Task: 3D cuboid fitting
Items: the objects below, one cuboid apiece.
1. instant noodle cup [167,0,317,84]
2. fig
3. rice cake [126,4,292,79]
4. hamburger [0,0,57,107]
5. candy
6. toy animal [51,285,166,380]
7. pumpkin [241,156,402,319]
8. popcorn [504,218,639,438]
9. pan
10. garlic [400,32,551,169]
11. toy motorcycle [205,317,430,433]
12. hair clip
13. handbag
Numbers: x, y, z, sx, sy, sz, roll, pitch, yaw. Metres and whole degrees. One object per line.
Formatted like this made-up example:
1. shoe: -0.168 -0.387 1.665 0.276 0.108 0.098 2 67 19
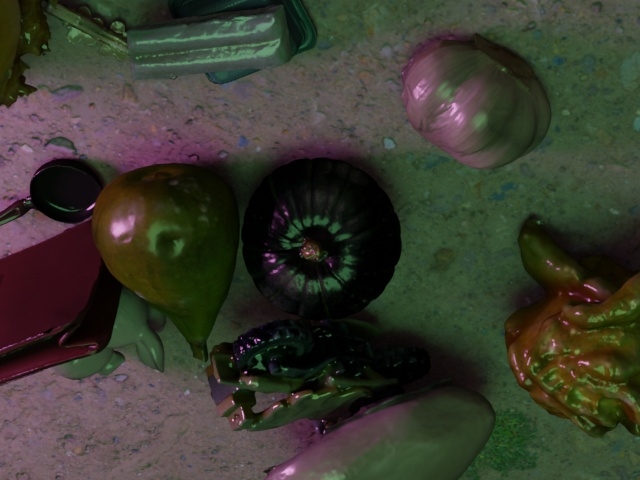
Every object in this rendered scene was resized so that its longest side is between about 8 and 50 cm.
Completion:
1. instant noodle cup: -0.111 -0.295 1.818 0.179 0.070 0.157 -19 123 17
2. fig: -0.241 0.026 1.969 0.233 0.233 0.314 14 121 -9
3. rice cake: -0.154 -0.267 1.773 0.226 0.040 0.085 -5 126 9
4. hamburger: -0.494 -0.299 1.715 0.287 0.268 0.445 13 126 -13
5. candy: 0.102 0.379 2.177 0.427 0.186 0.386 -29 163 -5
6. toy animal: -0.354 0.151 2.139 0.193 0.127 0.178 -25 125 19
7. pumpkin: 0.000 0.000 1.951 0.250 0.216 0.249 1 97 6
8. popcorn: 0.434 0.142 2.007 0.321 0.290 0.326 27 143 -20
9. pan: -0.438 -0.060 2.030 0.212 0.040 0.115 -21 125 9
10. garlic: 0.224 -0.175 1.854 0.229 0.143 0.178 20 125 -24
11. toy motorcycle: -0.011 0.214 2.118 0.237 0.168 0.410 -37 145 30
12. hair clip: -0.299 -0.285 1.846 0.214 0.056 0.062 26 99 -23
13. handbag: -0.441 0.105 2.024 0.276 0.260 0.084 -18 127 18
